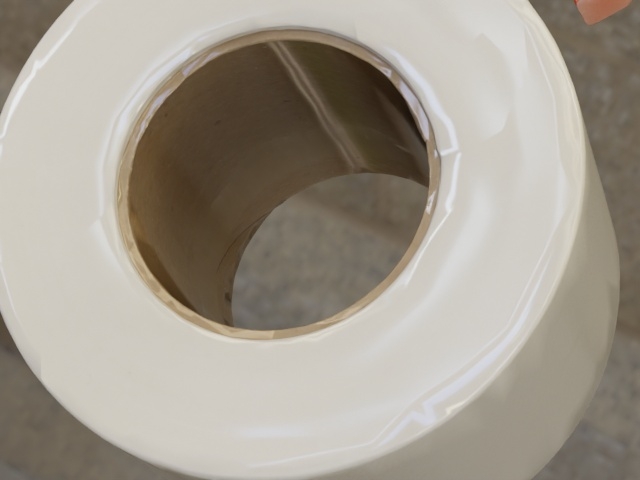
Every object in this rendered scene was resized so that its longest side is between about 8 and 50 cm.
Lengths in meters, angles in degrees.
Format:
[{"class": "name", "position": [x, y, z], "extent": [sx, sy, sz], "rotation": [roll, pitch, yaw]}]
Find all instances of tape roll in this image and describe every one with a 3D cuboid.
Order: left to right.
[{"class": "tape roll", "position": [0.000, 0.000, 0.851], "extent": [0.246, 0.246, 0.169], "rotation": [21, 168, 19]}]

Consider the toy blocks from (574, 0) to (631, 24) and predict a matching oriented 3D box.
[{"class": "toy blocks", "position": [0.073, -0.106, 0.485], "extent": [0.054, 0.148, 0.123], "rotation": [-5, 144, -22]}]
